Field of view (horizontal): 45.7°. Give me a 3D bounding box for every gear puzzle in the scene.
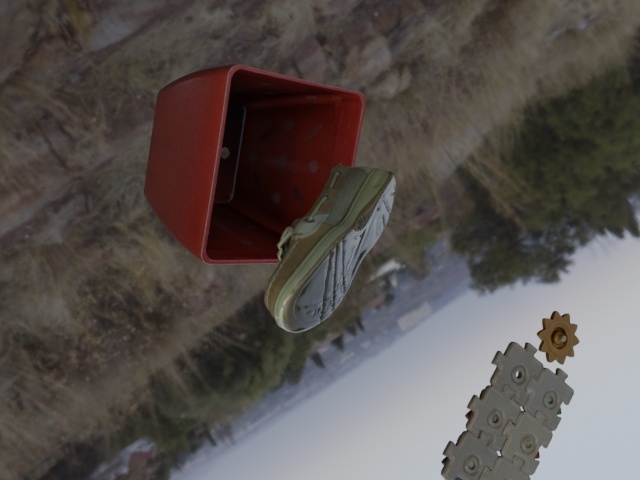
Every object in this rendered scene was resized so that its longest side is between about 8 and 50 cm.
[{"bbox_3d":[0.309,0.254,1.205,0.339,0.175,0.044,-58,-158,-14],"label":"gear puzzle"}]

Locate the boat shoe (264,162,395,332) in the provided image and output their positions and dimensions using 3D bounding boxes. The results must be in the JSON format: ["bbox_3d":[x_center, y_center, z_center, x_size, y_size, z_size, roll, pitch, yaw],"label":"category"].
[{"bbox_3d":[0.000,-0.002,0.462,0.153,0.048,0.056,-54,155,-46],"label":"boat shoe"}]

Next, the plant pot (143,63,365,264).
[{"bbox_3d":[-0.123,-0.121,1.163,0.267,0.268,0.235,1,-168,-45],"label":"plant pot"}]
